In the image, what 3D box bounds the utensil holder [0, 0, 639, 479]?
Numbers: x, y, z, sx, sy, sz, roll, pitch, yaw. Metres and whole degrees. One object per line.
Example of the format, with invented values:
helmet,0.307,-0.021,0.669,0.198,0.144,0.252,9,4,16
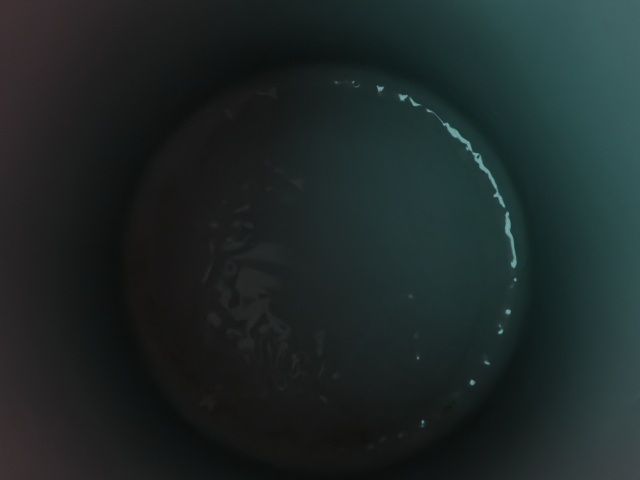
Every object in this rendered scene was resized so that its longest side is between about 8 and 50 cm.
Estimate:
utensil holder,0.000,0.000,0.486,0.328,0.385,0.327,0,86,1
